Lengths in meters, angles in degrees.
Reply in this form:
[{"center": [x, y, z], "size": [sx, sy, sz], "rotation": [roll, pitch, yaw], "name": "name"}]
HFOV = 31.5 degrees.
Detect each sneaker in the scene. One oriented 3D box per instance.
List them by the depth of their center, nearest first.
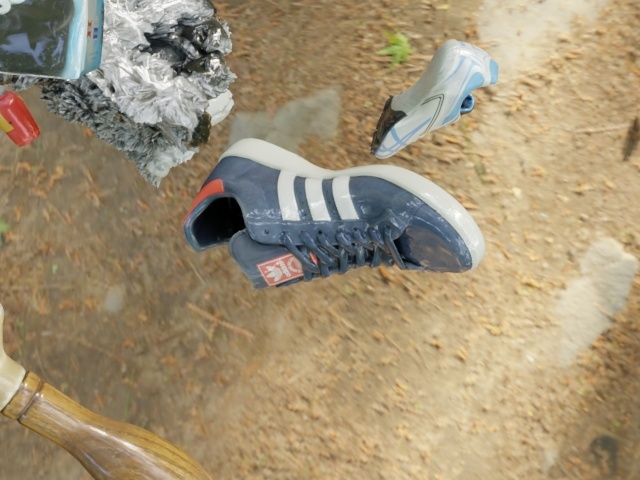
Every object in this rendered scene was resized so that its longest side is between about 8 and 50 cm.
[{"center": [0.000, 0.000, 1.181], "size": [0.148, 0.350, 0.131], "rotation": [-51, 134, -28], "name": "sneaker"}, {"center": [0.136, -0.164, 1.434], "size": [0.086, 0.237, 0.085], "rotation": [26, 56, -16], "name": "sneaker"}]

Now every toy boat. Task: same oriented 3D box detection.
[{"center": [-0.389, -0.263, 1.716], "size": [0.318, 0.267, 0.148], "rotation": [-25, 111, 22], "name": "toy boat"}]

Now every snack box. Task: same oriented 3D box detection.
[{"center": [-0.316, -0.155, 0.772], "size": [0.322, 0.187, 0.060], "rotation": [4, 100, -8], "name": "snack box"}]

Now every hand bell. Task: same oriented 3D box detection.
[{"center": [-0.144, 0.084, 0.572], "size": [0.242, 0.126, 0.126], "rotation": [36, 92, -15], "name": "hand bell"}]

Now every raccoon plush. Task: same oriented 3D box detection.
[{"center": [-0.313, -0.217, 1.457], "size": [0.446, 0.299, 0.216], "rotation": [17, 70, -20], "name": "raccoon plush"}]
